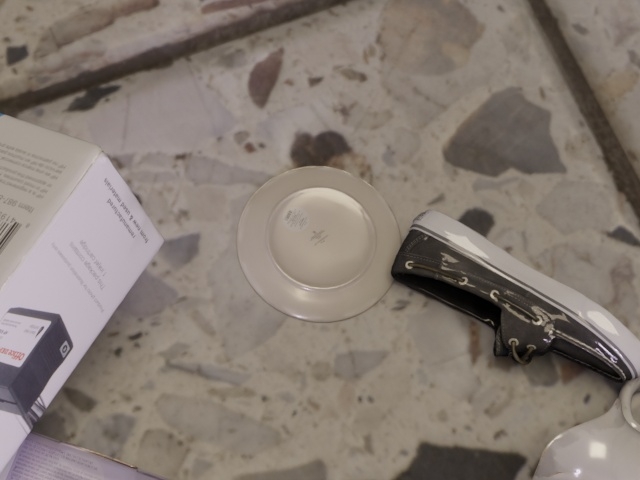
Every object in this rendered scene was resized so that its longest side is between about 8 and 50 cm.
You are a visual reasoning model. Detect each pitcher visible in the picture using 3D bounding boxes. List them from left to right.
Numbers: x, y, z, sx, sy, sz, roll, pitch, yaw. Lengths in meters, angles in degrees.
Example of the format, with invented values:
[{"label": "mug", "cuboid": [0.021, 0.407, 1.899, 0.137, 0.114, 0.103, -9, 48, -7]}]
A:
[{"label": "pitcher", "cuboid": [0.295, 0.204, 1.542, 0.207, 0.125, 0.178, 37, 53, 19]}]

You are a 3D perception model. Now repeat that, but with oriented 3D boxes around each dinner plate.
[{"label": "dinner plate", "cuboid": [0.000, 0.000, 1.626, 0.141, 0.017, 0.141, 2, 68, -6]}]

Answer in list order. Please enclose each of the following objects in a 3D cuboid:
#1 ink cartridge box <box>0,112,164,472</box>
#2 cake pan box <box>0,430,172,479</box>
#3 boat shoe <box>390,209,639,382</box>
[{"label": "ink cartridge box", "cuboid": [-0.302, 0.055, 1.458, 0.223, 0.129, 0.307, 19, 64, 33]}, {"label": "cake pan box", "cuboid": [-0.217, 0.278, 1.465, 0.267, 0.070, 0.246, 19, 66, 0]}, {"label": "boat shoe", "cuboid": [0.160, 0.062, 1.592, 0.228, 0.080, 0.076, 34, 75, 7]}]
